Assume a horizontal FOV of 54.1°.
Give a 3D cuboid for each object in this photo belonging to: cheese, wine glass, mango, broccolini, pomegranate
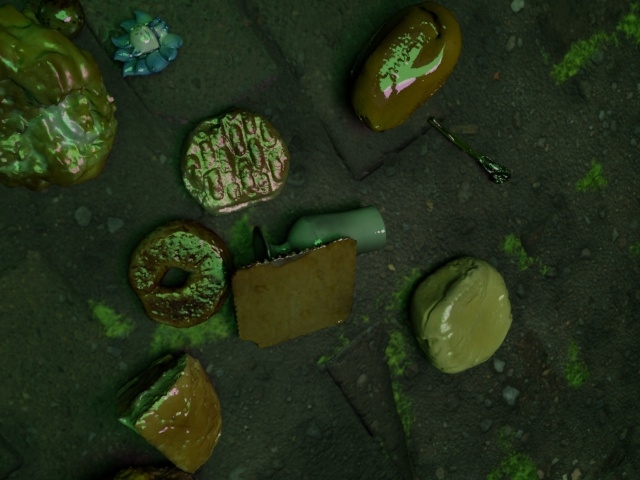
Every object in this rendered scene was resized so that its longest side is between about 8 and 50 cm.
[{"bbox_3d":[0.292,0.154,1.270,0.226,0.117,0.214,-38,116,-15],"label":"cheese"},{"bbox_3d":[0.000,0.000,1.140,0.230,0.103,0.103,-13,104,-20],"label":"wine glass"},{"bbox_3d":[0.152,-0.305,1.118,0.249,0.156,0.151,-56,148,-2],"label":"mango"},{"bbox_3d":[0.302,-0.184,1.258,0.218,0.044,0.042,37,101,-17],"label":"broccolini"},{"bbox_3d":[-0.399,-0.347,0.950,0.073,0.073,0.084,-45,96,-8],"label":"pomegranate"}]

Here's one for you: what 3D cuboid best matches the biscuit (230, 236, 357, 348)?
[{"bbox_3d":[-0.043,0.102,1.127,0.231,0.013,0.237,-16,136,-17],"label":"biscuit"}]

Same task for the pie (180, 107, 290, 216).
[{"bbox_3d":[-0.149,-0.138,1.090,0.195,0.046,0.195,-4,103,-20],"label":"pie"}]

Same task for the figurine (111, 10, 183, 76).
[{"bbox_3d":[-0.282,-0.303,0.992,0.114,0.079,0.115,1,79,-3],"label":"figurine"}]

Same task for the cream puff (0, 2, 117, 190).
[{"bbox_3d":[-0.421,-0.207,0.902,0.281,0.185,0.282,-2,126,-3],"label":"cream puff"}]

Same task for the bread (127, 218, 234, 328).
[{"bbox_3d":[-0.238,0.057,1.086,0.193,0.064,0.194,-3,103,-14],"label":"bread"}]

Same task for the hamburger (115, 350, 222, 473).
[{"bbox_3d":[-0.236,0.311,1.091,0.155,0.135,0.208,-35,112,-9],"label":"hamburger"}]

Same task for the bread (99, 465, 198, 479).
[{"bbox_3d":[-0.296,0.477,1.066,0.246,0.195,0.176,-1,106,-22],"label":"bread"}]
